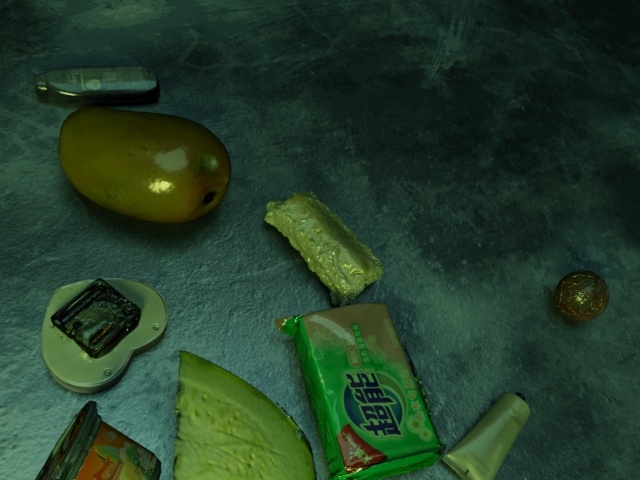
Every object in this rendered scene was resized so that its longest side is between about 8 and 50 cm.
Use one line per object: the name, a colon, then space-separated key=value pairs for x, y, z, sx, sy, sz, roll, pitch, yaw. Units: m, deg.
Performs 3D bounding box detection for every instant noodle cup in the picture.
instant noodle cup: x=-0.284 y=0.311 z=0.761 sx=0.126 sy=0.208 sz=0.177 roll=34 pitch=93 yaw=-16

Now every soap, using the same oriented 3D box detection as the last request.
soap: x=0.060 y=0.235 z=0.953 sx=0.218 sy=0.098 sz=0.273 roll=-8 pitch=56 yaw=-14

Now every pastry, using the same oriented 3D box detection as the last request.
pastry: x=0.005 y=0.000 z=1.113 sx=0.122 sy=0.089 sz=0.258 roll=-23 pitch=67 yaw=-42

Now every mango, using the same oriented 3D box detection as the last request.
mango: x=-0.314 y=-0.139 z=1.062 sx=0.317 sy=0.173 sz=0.211 roll=18 pitch=52 yaw=4

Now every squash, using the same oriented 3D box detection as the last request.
squash: x=-0.098 y=0.286 z=0.836 sx=0.155 sy=0.204 sz=0.236 roll=-8 pitch=56 yaw=6

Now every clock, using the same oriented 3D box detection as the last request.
clock: x=-0.343 y=0.124 z=0.931 sx=0.172 sy=0.064 sz=0.198 roll=37 pitch=53 yaw=9

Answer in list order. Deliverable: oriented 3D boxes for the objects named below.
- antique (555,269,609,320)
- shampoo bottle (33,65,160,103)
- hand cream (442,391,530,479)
antique: x=0.508 y=0.106 z=1.174 sx=0.104 sy=0.104 sz=0.104 roll=8 pitch=54 yaw=-11
shampoo bottle: x=-0.448 y=-0.315 z=1.216 sx=0.234 sy=0.049 sz=0.087 roll=-8 pitch=60 yaw=-22
hand cream: x=0.284 y=0.321 z=0.991 sx=0.087 sy=0.054 sz=0.186 roll=44 pitch=62 yaw=10
